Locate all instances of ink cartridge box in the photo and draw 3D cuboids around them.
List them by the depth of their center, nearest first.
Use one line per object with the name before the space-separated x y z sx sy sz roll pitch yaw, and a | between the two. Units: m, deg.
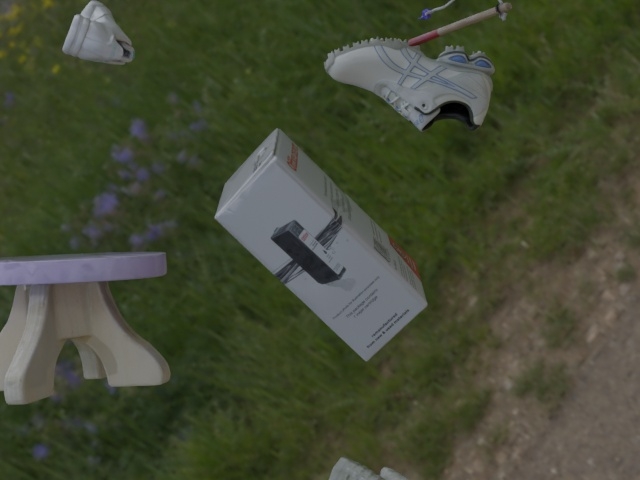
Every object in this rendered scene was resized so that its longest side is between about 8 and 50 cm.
ink cartridge box | 0.000 0.000 1.631 0.114 0.273 0.197 -43 11 10

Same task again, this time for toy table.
toy table | -0.310 0.098 1.510 0.274 0.252 0.161 -3 92 29

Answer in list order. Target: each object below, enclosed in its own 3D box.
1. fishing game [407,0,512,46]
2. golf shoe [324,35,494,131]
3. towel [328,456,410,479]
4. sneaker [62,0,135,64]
fishing game | 0.071 -0.298 1.064 0.041 0.264 0.189 -25 9 -33
golf shoe | 0.090 -0.156 1.283 0.069 0.176 0.086 103 171 -72
towel | 0.063 0.428 1.403 0.324 0.056 0.312 20 87 56
sneaker | -0.307 -0.284 1.792 0.212 0.094 0.080 -98 30 -71
